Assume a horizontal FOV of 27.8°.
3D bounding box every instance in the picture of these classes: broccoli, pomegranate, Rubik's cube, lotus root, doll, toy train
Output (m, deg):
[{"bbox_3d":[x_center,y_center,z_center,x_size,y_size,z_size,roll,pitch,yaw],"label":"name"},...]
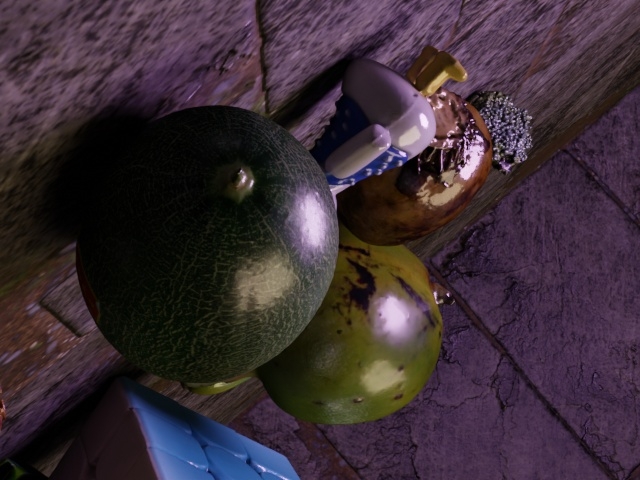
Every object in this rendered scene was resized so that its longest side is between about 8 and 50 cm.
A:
[{"bbox_3d":[0.216,-0.144,1.812,0.204,0.118,0.122,177,-67,-78],"label":"broccoli"},{"bbox_3d":[-0.010,0.105,1.590,0.341,0.260,0.260,-13,166,-9],"label":"pomegranate"},{"bbox_3d":[-0.183,0.394,1.592,0.291,0.290,0.291,-56,-153,6],"label":"Rubik's cube"},{"bbox_3d":[0.097,-0.074,1.432,0.169,0.141,0.314,-33,174,-20],"label":"lotus root"},{"bbox_3d":[0.007,-0.065,1.159,0.293,0.119,0.138,-40,-165,0],"label":"doll"},{"bbox_3d":[-0.377,0.294,1.586,0.044,0.042,0.209,-54,174,-12],"label":"toy train"}]

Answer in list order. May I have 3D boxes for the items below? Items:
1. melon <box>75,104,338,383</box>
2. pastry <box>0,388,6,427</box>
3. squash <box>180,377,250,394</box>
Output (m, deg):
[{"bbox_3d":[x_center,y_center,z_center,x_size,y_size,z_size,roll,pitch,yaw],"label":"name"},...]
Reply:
[{"bbox_3d":[-0.079,0.004,0.914,0.182,0.182,0.287,-36,173,-26],"label":"melon"},{"bbox_3d":[-0.325,0.171,1.100,0.087,0.063,0.169,-47,169,27],"label":"pastry"},{"bbox_3d":[-0.123,0.166,1.886,0.188,0.095,0.095,-35,170,-32],"label":"squash"}]
